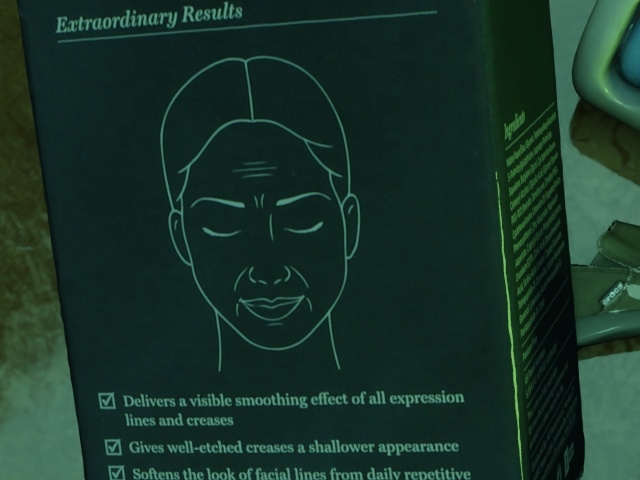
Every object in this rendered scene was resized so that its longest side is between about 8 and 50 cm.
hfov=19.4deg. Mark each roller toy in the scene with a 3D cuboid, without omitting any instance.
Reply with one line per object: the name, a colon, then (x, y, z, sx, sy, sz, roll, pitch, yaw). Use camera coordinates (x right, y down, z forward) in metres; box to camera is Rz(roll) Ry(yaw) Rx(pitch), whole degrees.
roller toy: (0.267, -0.162, 1.299, 0.146, 0.191, 0.209, 30, 87, 11)

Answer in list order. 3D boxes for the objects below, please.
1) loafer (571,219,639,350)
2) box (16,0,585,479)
loafer: (0.227, 0.025, 1.327, 0.251, 0.094, 0.087, -11, 85, 6)
box: (0.000, 0.000, 1.217, 0.293, 0.212, 0.395, -2, 104, 17)
